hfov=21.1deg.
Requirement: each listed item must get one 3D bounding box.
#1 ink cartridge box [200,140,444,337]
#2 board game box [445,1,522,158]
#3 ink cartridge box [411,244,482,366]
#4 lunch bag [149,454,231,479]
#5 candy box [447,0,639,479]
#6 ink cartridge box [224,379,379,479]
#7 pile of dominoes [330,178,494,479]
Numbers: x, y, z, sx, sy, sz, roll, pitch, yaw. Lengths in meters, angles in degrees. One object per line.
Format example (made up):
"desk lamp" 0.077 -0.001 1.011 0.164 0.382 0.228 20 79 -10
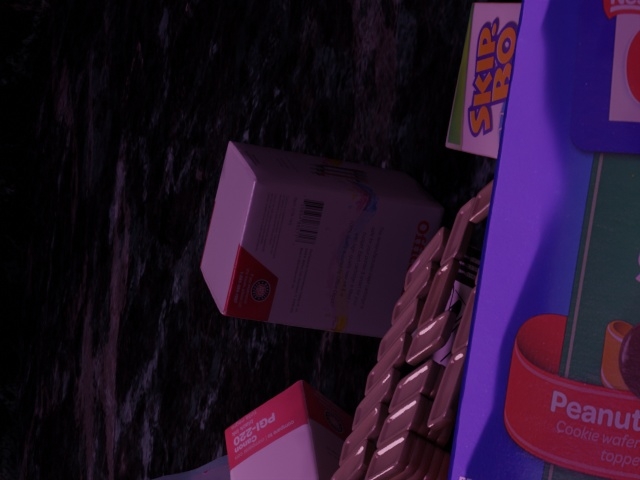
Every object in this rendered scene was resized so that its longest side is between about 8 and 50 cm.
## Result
"ink cartridge box" 0.000 0.000 1.515 0.127 0.176 0.128 -126 48 -68
"board game box" 0.159 -0.121 1.324 0.259 0.039 0.124 -154 74 -73
"ink cartridge box" 0.132 0.065 1.265 0.097 0.046 0.207 -66 20 1
"lunch bag" -0.058 0.358 1.551 0.223 0.160 0.262 -110 0 -54
"candy box" 0.213 0.010 0.738 0.122 0.268 0.317 5 -85 -66
"ink cartridge box" 0.013 0.247 1.375 0.092 0.158 0.218 -34 40 19
"pile of dominoes" 0.093 0.075 1.258 0.196 0.040 0.251 -44 21 57
